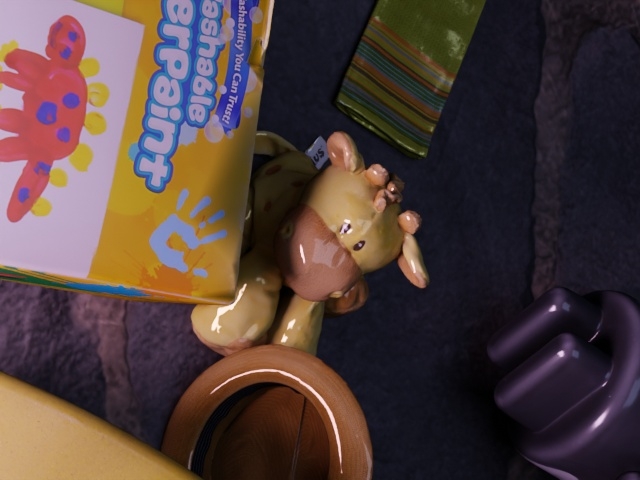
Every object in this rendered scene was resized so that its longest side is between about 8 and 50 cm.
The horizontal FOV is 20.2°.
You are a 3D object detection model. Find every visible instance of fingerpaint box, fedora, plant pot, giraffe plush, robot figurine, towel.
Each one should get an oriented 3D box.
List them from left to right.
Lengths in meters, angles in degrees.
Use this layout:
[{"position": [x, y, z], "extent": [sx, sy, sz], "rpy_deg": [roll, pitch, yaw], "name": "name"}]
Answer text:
[{"position": [-0.238, 0.198, 1.250], "extent": [0.187, 0.212, 0.212], "rpy_deg": [43, 67, -10], "name": "plant pot"}, {"position": [-0.225, -0.197, 1.285], "extent": [0.371, 0.163, 0.445], "rpy_deg": [10, 83, -31], "name": "fingerpaint box"}, {"position": [-0.035, 0.180, 1.420], "extent": [0.079, 0.194, 0.194], "rpy_deg": [15, 78, -68], "name": "fedora"}, {"position": [0.000, 0.000, 1.415], "extent": [0.181, 0.170, 0.210], "rpy_deg": [30, 73, -28], "name": "giraffe plush"}, {"position": [0.094, -0.196, 1.570], "extent": [0.102, 0.021, 0.237], "rpy_deg": [31, 72, -28], "name": "towel"}, {"position": [0.279, 0.150, 1.584], "extent": [0.278, 0.173, 0.209], "rpy_deg": [32, 71, -26], "name": "robot figurine"}]
